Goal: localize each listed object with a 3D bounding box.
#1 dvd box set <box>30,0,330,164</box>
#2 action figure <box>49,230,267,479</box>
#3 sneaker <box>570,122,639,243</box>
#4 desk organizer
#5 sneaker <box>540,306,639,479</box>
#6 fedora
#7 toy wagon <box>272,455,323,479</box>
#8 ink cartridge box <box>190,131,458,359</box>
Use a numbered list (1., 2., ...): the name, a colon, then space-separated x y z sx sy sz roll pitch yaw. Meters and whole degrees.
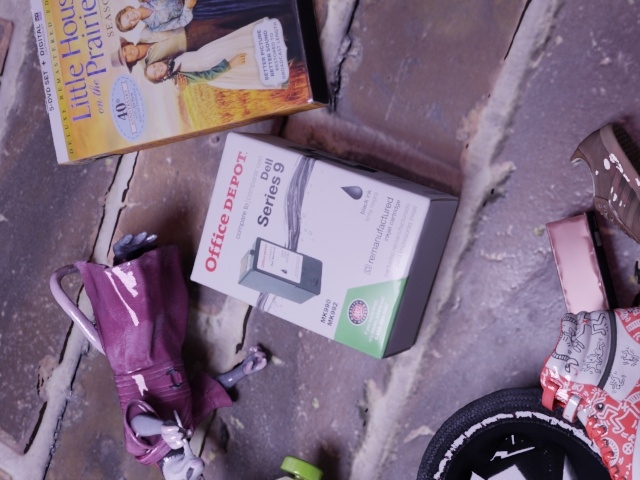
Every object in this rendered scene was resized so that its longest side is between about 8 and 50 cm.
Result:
1. dvd box set: -0.209 -0.292 1.428 0.420 0.062 0.307 -9 89 25
2. action figure: -0.238 0.183 1.373 0.276 0.248 0.370 -13 85 26
3. sneaker: 0.359 -0.041 1.193 0.071 0.066 0.188 -35 73 40
4. desk organizer: 0.311 0.034 1.219 0.050 0.047 0.130 -15 87 27
5. sneaker: 0.301 0.197 1.064 0.145 0.090 0.270 1 66 17
6. fedora: 0.272 0.332 1.195 0.334 0.152 0.334 -2 86 27
7. toy wagon: -0.057 0.412 1.303 0.344 0.068 0.267 26 72 -3
8. ink cartridge box: 0.000 0.000 1.318 0.289 0.121 0.211 20 101 23
